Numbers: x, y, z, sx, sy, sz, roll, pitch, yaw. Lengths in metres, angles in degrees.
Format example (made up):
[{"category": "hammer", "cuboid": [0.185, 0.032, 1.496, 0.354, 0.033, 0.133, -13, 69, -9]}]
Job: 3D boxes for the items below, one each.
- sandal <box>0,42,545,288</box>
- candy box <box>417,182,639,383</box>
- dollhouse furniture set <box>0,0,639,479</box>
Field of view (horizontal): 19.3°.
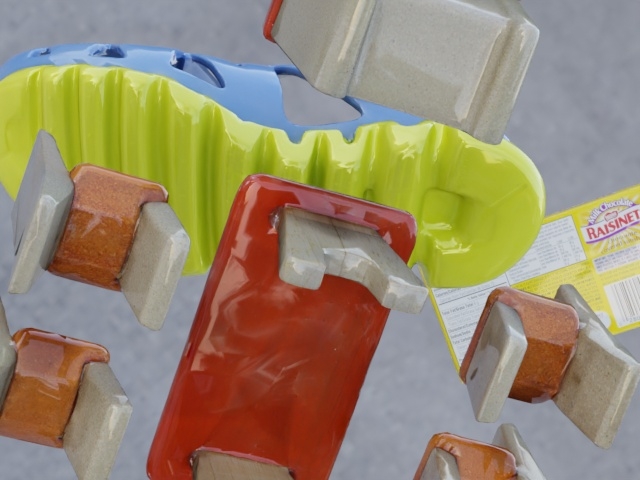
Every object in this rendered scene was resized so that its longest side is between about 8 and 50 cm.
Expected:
[{"category": "sandal", "cuboid": [-0.035, -0.054, 1.080, 0.317, 0.126, 0.138, 10, 31, -6]}, {"category": "candy box", "cuboid": [0.188, 0.031, 1.462, 0.027, 0.206, 0.105, -25, 96, -76]}, {"category": "dollhouse furniture set", "cuboid": [0.000, 0.000, 0.806, 0.262, 0.259, 0.135, 15, 18, -16]}]
